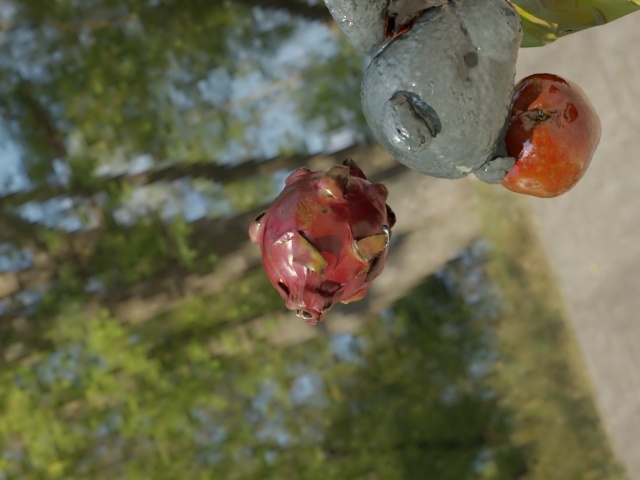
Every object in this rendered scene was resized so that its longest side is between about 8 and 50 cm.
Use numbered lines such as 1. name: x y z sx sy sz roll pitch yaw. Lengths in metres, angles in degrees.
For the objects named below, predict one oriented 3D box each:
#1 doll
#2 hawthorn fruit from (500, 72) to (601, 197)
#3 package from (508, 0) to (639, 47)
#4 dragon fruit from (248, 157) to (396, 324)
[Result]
1. doll: 0.098 -0.221 1.774 0.246 0.158 0.340 -1 -99 -53
2. hawthorn fruit: 0.214 -0.104 1.898 0.128 0.128 0.128 -21 -90 -79
3. package: 0.224 -0.264 2.006 0.168 0.226 0.090 31 -114 -22
4. dragon fruit: 0.000 0.000 1.824 0.136 0.133 0.166 112 179 -55
